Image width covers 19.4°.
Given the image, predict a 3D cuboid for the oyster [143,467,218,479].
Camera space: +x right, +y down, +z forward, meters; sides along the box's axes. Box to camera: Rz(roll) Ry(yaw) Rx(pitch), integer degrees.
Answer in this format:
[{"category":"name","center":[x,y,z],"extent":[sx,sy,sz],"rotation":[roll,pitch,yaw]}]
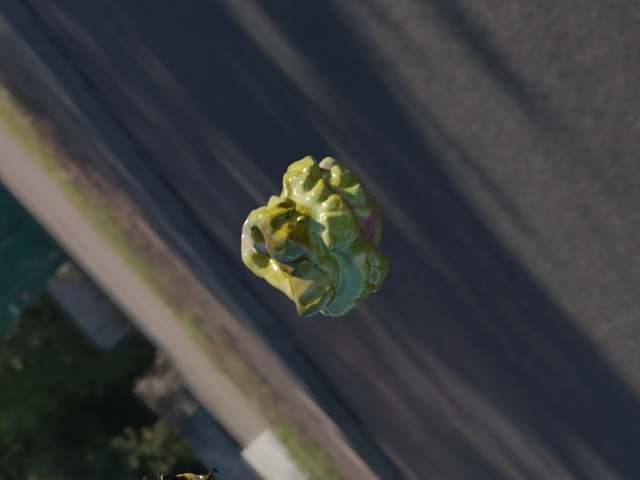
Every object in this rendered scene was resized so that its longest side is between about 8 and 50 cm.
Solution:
[{"category":"oyster","center":[-0.097,0.284,1.245],"extent":[0.198,0.133,0.337],"rotation":[23,-156,10]}]

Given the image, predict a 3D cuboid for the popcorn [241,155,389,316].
[{"category":"popcorn","center":[0.000,0.000,1.620],"extent":[0.125,0.126,0.145],"rotation":[54,164,17]}]
